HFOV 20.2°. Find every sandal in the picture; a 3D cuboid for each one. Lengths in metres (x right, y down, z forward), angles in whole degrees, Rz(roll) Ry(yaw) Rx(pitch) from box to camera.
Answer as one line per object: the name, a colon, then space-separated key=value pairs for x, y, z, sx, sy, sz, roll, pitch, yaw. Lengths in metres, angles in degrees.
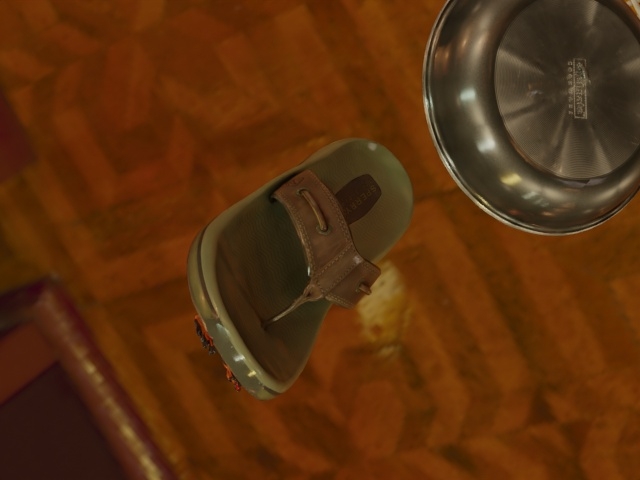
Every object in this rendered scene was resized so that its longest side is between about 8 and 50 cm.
sandal: x=0.000 y=-0.002 z=1.285 sx=0.086 sy=0.303 sz=0.120 roll=-26 pitch=106 yaw=37

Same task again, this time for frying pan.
frying pan: x=0.216 y=-0.075 z=1.266 sx=0.326 sy=0.197 sz=0.053 roll=27 pitch=164 yaw=-20

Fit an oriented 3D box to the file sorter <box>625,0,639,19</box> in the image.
file sorter: x=0.436 y=-0.251 z=2.081 sx=0.277 sy=0.193 sz=0.173 roll=70 pitch=176 yaw=-73

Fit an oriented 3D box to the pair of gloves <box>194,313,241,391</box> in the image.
pair of gloves: x=-0.104 y=0.115 z=1.854 sx=0.010 sy=0.074 sz=0.083 roll=-34 pitch=106 yaw=4
